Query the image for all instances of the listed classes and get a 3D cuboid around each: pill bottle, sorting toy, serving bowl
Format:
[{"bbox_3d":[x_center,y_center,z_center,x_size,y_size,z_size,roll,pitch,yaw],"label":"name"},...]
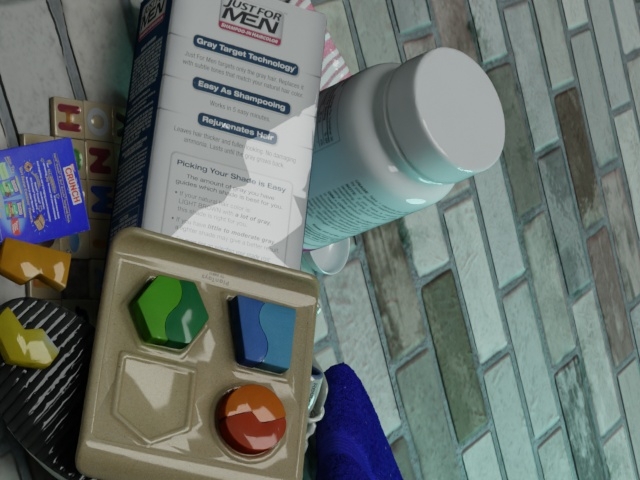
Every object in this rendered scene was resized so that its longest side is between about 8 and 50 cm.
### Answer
[{"bbox_3d":[0.049,-0.096,1.502,0.160,0.283,0.160,16,65,-39],"label":"pill bottle"},{"bbox_3d":[-0.145,0.104,1.246,0.307,0.041,0.229,16,68,-22],"label":"sorting toy"},{"bbox_3d":[0.000,0.000,1.655,0.083,0.027,0.083,13,74,-51],"label":"serving bowl"}]

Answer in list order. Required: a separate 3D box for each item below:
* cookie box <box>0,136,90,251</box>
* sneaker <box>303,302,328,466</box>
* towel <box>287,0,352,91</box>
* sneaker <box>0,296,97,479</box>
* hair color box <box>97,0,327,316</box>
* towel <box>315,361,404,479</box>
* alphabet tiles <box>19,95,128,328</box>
[{"bbox_3d":[-0.272,-0.040,1.278,0.107,0.040,0.091,-16,97,-44],"label":"cookie box"},{"bbox_3d":[-0.058,0.188,1.464,0.111,0.129,0.297,2,84,-55],"label":"sneaker"},{"bbox_3d":[-0.006,-0.187,1.678,0.197,0.029,0.144,59,42,-29],"label":"towel"},{"bbox_3d":[-0.199,0.193,1.304,0.122,0.146,0.330,-45,98,-20],"label":"sneaker"},{"bbox_3d":[-0.106,-0.077,1.401,0.174,0.105,0.347,14,72,-25],"label":"hair color box"},{"bbox_3d":[0.053,0.294,1.512,0.308,0.076,0.227,-91,167,-65],"label":"towel"},{"bbox_3d":[-0.217,-0.020,1.385,0.198,0.009,0.237,3,82,-53],"label":"alphabet tiles"}]
